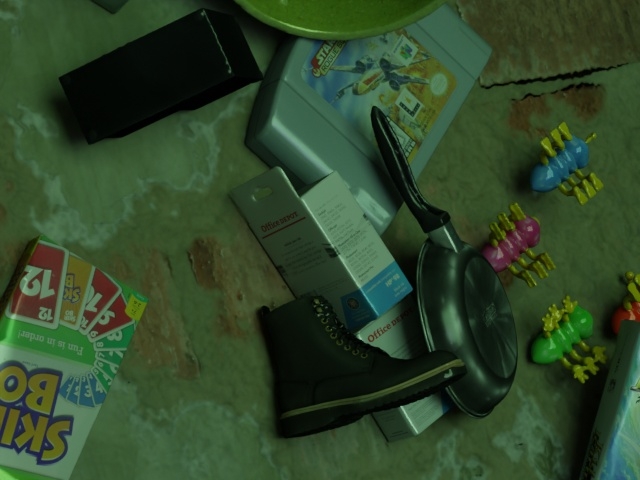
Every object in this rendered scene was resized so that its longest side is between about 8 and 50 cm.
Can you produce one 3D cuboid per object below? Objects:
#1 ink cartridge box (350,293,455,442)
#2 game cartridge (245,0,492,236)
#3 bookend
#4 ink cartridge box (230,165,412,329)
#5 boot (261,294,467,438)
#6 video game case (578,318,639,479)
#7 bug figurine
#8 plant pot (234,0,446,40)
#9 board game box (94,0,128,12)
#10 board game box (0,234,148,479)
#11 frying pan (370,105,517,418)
[{"bbox_3d":[0.081,0.130,1.924,0.088,0.052,0.122,-34,97,-36],"label":"ink cartridge box"},{"bbox_3d":[0.049,-0.166,1.993,0.198,0.062,0.297,44,57,-20],"label":"game cartridge"},{"bbox_3d":[-0.151,-0.159,1.835,0.072,0.156,0.157,65,10,0],"label":"bookend"},{"bbox_3d":[0.000,0.000,1.877,0.060,0.104,0.180,-37,98,-35],"label":"ink cartridge box"},{"bbox_3d":[0.033,0.102,1.821,0.077,0.198,0.137,11,62,-66],"label":"boot"},{"bbox_3d":[0.422,0.238,2.026,0.269,0.061,0.244,17,85,-13],"label":"video game case"},{"bbox_3d":[0.279,0.021,2.074,0.216,0.072,0.279,-36,101,-29],"label":"bug figurine"},{"bbox_3d":[0.019,-0.389,1.913,0.276,0.276,0.254,23,41,-26],"label":"plant pot"},{"bbox_3d":[-0.140,-0.401,1.835,0.097,0.224,0.303,32,60,-19],"label":"board game box"},{"bbox_3d":[-0.260,0.134,1.714,0.124,0.039,0.259,33,63,-20],"label":"board game box"},{"bbox_3d":[0.142,0.023,1.954,0.197,0.053,0.326,11,67,-63],"label":"frying pan"}]
